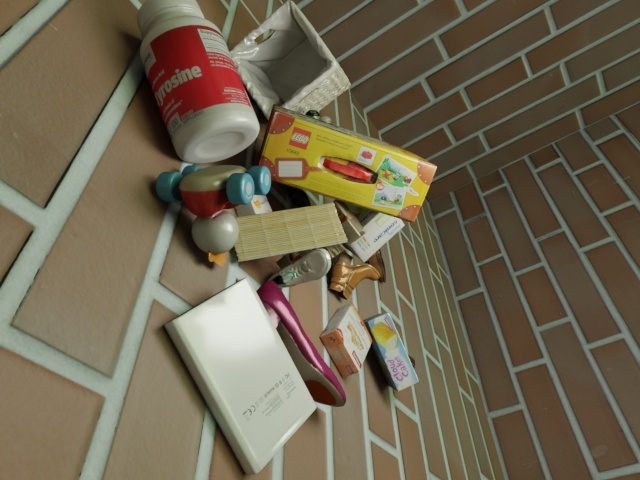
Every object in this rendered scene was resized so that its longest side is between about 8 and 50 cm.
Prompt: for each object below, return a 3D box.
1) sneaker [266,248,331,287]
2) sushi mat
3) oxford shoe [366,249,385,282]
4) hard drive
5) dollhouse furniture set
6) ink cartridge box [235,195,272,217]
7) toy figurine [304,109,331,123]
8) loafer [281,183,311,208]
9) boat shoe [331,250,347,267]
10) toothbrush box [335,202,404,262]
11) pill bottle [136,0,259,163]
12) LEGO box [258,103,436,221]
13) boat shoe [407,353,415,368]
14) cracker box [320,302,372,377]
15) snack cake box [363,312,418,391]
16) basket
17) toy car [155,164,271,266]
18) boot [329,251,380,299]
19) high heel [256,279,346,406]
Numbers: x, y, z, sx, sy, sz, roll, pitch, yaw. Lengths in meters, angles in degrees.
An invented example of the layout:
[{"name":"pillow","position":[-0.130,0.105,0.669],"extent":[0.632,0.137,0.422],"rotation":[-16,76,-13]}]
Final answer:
[{"name":"sneaker","position":[-0.064,0.090,1.339],"extent":[0.094,0.212,0.080],"rotation":[-14,77,-53]},{"name":"sushi mat","position":[-0.092,-0.028,1.347],"extent":[0.019,0.317,0.151],"rotation":[104,-29,-54]},{"name":"oxford shoe","position":[0.255,0.116,2.209],"extent":[0.076,0.076,0.212],"rotation":[-91,163,-50]},{"name":"hard drive","position":[-0.162,0.282,1.058],"extent":[0.233,0.047,0.352],"rotation":[-32,96,-51]},{"name":"dollhouse furniture set","position":[0.000,0.000,1.516],"extent":[0.135,0.259,0.262],"rotation":[53,20,4]},{"name":"ink cartridge box","position":[-0.207,-0.114,1.441],"extent":[0.104,0.062,0.181],"rotation":[-1,66,-66]},{"name":"toy figurine","position":[-0.055,-0.410,1.902],"extent":[0.213,0.210,0.148],"rotation":[-19,93,-67]},{"name":"loafer","position":[-0.094,-0.165,1.768],"extent":[0.061,0.062,0.170],"rotation":[-37,97,-45]},{"name":"boat shoe","position":[0.076,0.102,1.835],"extent":[0.063,0.066,0.184],"rotation":[-30,102,-48]},{"name":"toothbrush box","position":[0.151,-0.068,1.843],"extent":[0.122,0.206,0.283],"rotation":[51,-4,-29]},{"name":"pill bottle","position":[-0.336,-0.431,1.284],"extent":[0.229,0.229,0.407],"rotation":[-2,67,-66]},{"name":"LEGO box","position":[0.060,-0.261,1.565],"extent":[0.501,0.193,0.372],"rotation":[16,16,-12]},{"name":"boat shoe","position":[0.313,0.481,1.930],"extent":[0.207,0.073,0.073],"rotation":[36,36,-36]},{"name":"cracker box","position":[0.093,0.326,1.613],"extent":[0.155,0.067,0.232],"rotation":[61,23,-6]},{"name":"snack cake box","position":[0.248,0.401,1.764],"extent":[0.152,0.089,0.264],"rotation":[124,-57,-78]},{"name":"basket","position":[-0.113,-0.659,1.870],"extent":[0.331,0.328,0.266],"rotation":[57,16,8]},{"name":"toy car","position":[-0.249,-0.057,1.182],"extent":[0.210,0.220,0.237],"rotation":[-48,139,-67]},{"name":"boot","position":[0.122,0.150,1.781],"extent":[0.197,0.073,0.152],"rotation":[27,65,-19]},{"name":"high heel","position":[-0.042,0.274,1.279],"extent":[0.377,0.127,0.181],"rotation":[51,36,-21]}]
